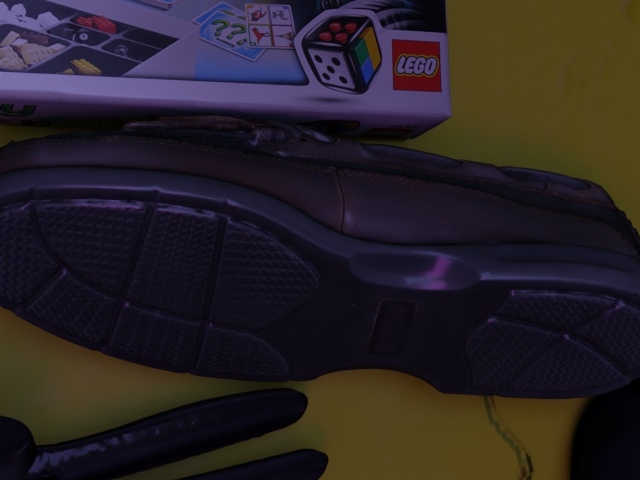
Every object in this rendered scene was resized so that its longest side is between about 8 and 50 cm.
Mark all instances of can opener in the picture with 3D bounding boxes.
[{"bbox_3d":[-0.084,0.091,0.551,0.186,0.073,0.059,-4,75,-23],"label":"can opener"}]

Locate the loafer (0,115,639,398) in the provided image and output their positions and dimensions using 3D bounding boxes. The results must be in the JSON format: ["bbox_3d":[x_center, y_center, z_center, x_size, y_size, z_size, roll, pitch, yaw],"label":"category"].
[{"bbox_3d":[0.000,0.000,0.579,0.267,0.096,0.084,10,44,-15],"label":"loafer"}]

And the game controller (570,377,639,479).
[{"bbox_3d":[0.259,0.127,0.634,0.319,0.067,0.166,-2,68,-14],"label":"game controller"}]

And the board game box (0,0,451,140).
[{"bbox_3d":[-0.102,-0.140,0.568,0.305,0.053,0.193,1,82,-18],"label":"board game box"}]
